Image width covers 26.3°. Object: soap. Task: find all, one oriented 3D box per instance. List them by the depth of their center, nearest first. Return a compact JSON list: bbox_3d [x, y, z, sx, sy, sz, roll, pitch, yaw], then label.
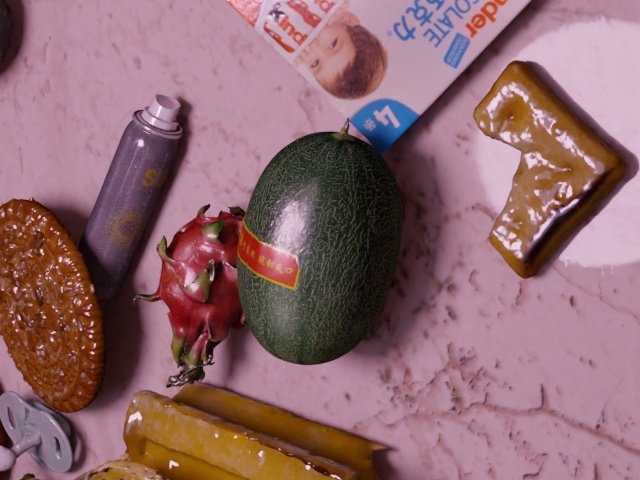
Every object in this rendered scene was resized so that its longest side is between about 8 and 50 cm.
[{"bbox_3d":[-0.087,0.358,1.640,0.339,0.169,0.304,15,104,34],"label":"soap"}]

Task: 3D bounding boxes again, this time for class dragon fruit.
[{"bbox_3d":[-0.147,0.067,1.667,0.137,0.135,0.236,35,107,22],"label":"dragon fruit"}]

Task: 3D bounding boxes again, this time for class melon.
[{"bbox_3d":[0.000,0.000,1.535,0.182,0.182,0.287,22,106,32],"label":"melon"}]

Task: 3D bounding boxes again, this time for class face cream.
[{"bbox_3d":[-0.248,-0.056,1.770,0.073,0.073,0.283,36,113,27],"label":"face cream"}]

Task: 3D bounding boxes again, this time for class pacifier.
[{"bbox_3d":[-0.410,0.282,1.894,0.150,0.116,0.126,29,136,26],"label":"pacifier"}]

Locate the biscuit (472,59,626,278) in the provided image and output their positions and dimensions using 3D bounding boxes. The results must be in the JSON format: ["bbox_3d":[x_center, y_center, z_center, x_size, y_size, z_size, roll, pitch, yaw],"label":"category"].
[{"bbox_3d":[0.217,-0.079,1.465,0.183,0.039,0.174,53,122,20],"label":"biscuit"}]

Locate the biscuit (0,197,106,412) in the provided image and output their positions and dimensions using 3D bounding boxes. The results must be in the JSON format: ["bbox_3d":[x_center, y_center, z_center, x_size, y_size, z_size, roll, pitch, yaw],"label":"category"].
[{"bbox_3d":[-0.377,0.089,1.836,0.305,0.038,0.305,26,124,46],"label":"biscuit"}]

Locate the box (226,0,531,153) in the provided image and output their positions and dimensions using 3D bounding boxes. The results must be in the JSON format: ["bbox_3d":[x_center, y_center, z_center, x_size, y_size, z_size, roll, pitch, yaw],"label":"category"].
[{"bbox_3d":[0.065,-0.277,1.497,0.265,0.048,0.273,44,118,0],"label":"box"}]

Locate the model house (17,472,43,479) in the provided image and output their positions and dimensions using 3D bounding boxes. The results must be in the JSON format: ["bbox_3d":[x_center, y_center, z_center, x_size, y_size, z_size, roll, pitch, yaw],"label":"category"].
[{"bbox_3d":[-0.331,0.442,1.835,0.234,0.175,0.193,11,103,9],"label":"model house"}]

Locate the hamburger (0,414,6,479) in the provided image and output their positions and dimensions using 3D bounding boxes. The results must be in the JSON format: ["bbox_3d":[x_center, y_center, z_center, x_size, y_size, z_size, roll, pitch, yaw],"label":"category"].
[{"bbox_3d":[-0.632,0.295,1.963,0.330,0.250,0.330,3,96,35],"label":"hamburger"}]

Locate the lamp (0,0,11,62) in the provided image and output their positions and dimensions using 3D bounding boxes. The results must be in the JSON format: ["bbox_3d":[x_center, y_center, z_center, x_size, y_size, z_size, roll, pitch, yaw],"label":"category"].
[{"bbox_3d":[-0.538,-0.282,1.929,0.314,0.182,0.182,158,100,-67],"label":"lamp"}]

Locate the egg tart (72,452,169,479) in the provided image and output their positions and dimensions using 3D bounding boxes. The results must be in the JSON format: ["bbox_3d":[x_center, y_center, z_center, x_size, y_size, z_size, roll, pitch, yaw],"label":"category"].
[{"bbox_3d":[-0.232,0.408,1.575,0.315,0.120,0.315,9,104,40],"label":"egg tart"}]
